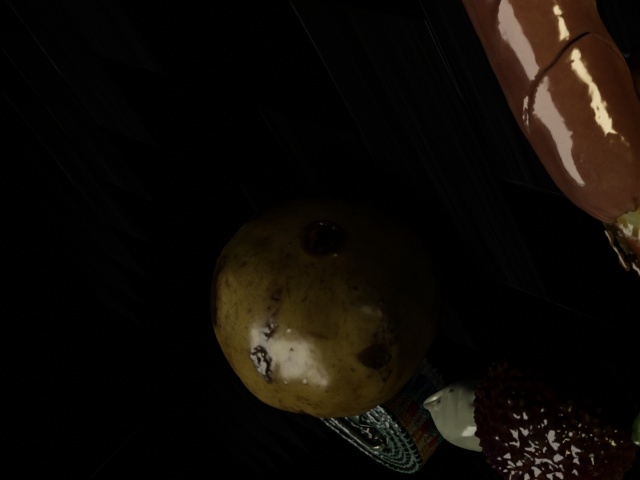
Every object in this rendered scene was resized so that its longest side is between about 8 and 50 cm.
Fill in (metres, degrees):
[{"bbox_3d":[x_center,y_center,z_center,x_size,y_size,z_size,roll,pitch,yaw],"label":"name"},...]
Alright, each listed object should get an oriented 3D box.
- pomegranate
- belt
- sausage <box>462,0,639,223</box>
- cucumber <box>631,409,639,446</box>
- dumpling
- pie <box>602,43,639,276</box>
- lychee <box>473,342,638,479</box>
[{"bbox_3d":[0.005,0.076,1.366,0.281,0.281,0.281,37,161,16],"label":"pomegranate"},{"bbox_3d":[0.081,0.230,1.727,0.257,0.150,0.207,38,153,10],"label":"belt"},{"bbox_3d":[0.110,-0.205,0.735,0.433,0.088,0.088,62,157,-13],"label":"sausage"},{"bbox_3d":[0.400,0.156,0.971,0.145,0.105,0.325,12,170,-16],"label":"cucumber"},{"bbox_3d":[0.233,0.243,1.568,0.134,0.100,0.169,12,155,-31],"label":"dumpling"},{"bbox_3d":[0.322,-0.031,0.771,0.315,0.092,0.315,38,156,21],"label":"pie"},{"bbox_3d":[0.257,0.202,1.241,0.188,0.188,0.188,37,161,16],"label":"lychee"}]
